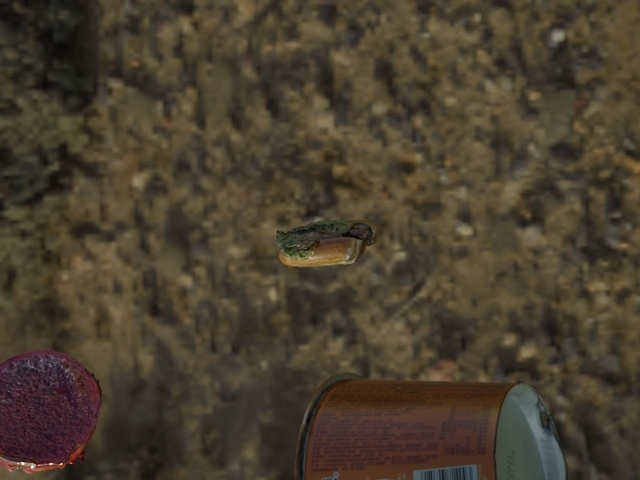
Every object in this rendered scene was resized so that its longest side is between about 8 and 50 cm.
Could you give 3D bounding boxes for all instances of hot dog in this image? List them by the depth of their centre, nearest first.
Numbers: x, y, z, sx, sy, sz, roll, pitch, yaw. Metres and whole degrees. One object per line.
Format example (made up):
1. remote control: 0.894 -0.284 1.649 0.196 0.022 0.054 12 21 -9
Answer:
1. hot dog: 0.000 0.000 1.490 0.133 0.056 0.041 -7 122 48

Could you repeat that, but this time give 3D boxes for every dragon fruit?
1. dragon fruit: -0.326 0.212 1.829 0.111 0.153 0.153 94 153 -56

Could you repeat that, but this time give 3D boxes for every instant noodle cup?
1. instant noodle cup: 0.109 0.222 1.429 0.182 0.230 0.230 -11 82 28
